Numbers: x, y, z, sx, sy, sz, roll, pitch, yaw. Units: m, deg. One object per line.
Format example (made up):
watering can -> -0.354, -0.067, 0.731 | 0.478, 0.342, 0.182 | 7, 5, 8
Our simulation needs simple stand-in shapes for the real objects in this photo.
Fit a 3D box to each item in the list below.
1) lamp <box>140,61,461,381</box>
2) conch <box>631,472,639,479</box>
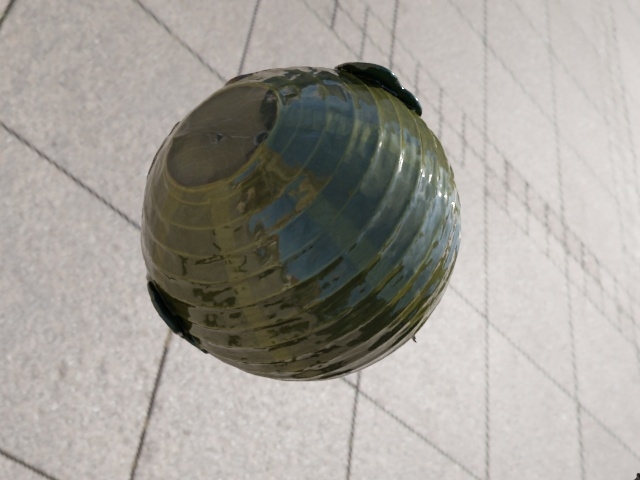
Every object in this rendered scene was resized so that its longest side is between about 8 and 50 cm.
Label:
lamp -> 0.000, 0.000, 0.733 | 0.284, 0.250, 0.250 | 47, 34, -41
conch -> 0.290, 0.284, 0.607 | 0.313, 0.240, 0.186 | 67, 12, 25
